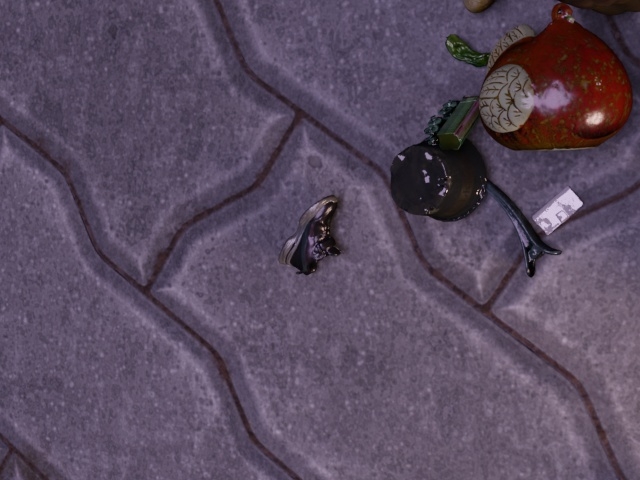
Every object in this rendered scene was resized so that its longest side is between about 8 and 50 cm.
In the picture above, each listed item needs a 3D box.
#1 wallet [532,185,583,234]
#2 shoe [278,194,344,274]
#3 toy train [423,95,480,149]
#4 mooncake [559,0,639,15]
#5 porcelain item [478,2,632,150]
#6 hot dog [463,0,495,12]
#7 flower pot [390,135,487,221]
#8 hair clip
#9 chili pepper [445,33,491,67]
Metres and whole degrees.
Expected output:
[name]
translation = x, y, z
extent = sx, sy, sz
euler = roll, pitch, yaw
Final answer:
[wallet]
translation = 0.398, -0.050, 1.951
extent = 0.083, 0.011, 0.044
euler = -44, 76, 22
[shoe]
translation = 0.000, 0.000, 2.118
extent = 0.099, 0.071, 0.169
euler = 40, 114, 14
[toy train]
translation = 0.223, -0.198, 1.952
extent = 0.071, 0.148, 0.038
euler = 5, 125, 27
[mooncake]
translation = 0.444, -0.491, 1.780
extent = 0.290, 0.161, 0.290
euler = 7, 101, 38
[porcelain item]
translation = 0.368, -0.255, 1.821
extent = 0.253, 0.253, 0.253
euler = 2, 96, 25
[hot dog]
translation = 0.303, -0.490, 1.918
extent = 0.073, 0.084, 0.242
euler = 21, 102, 24
[flower pot]
translation = 0.190, -0.104, 1.980
extent = 0.157, 0.107, 0.157
euler = 7, 102, 36
[hair clip]
translation = 0.317, -0.049, 1.982
extent = 0.070, 0.039, 0.229
euler = -42, 72, 26
[chili pepper]
translation = 0.250, -0.322, 1.988
extent = 0.091, 0.030, 0.034
euler = 33, 83, 17
